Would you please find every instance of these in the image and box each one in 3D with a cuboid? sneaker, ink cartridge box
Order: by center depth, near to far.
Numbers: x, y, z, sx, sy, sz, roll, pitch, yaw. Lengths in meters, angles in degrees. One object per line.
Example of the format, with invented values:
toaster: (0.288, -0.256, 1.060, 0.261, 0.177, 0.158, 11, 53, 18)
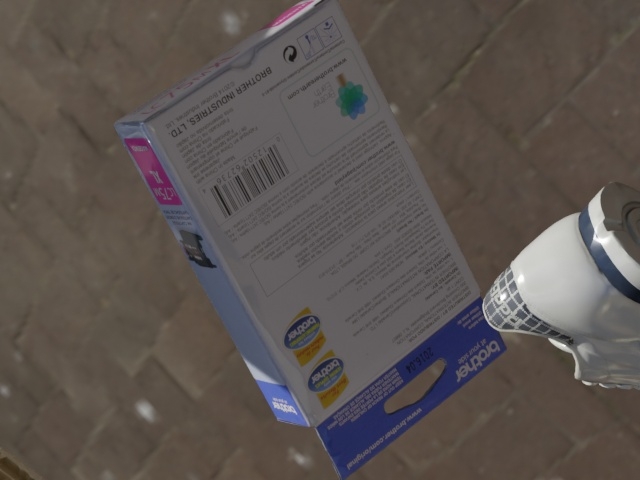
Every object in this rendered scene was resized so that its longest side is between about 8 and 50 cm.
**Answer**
sneaker: (0.188, 0.046, 0.935, 0.095, 0.090, 0.235, -39, 133, 24)
ink cartridge box: (0.000, 0.000, 1.254, 0.065, 0.186, 0.311, -2, 121, 59)

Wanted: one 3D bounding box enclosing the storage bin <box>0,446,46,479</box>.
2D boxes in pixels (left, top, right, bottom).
storage bin: (-0.346, 0.348, 1.620, 0.260, 0.123, 0.262, 29, 104, 35)
